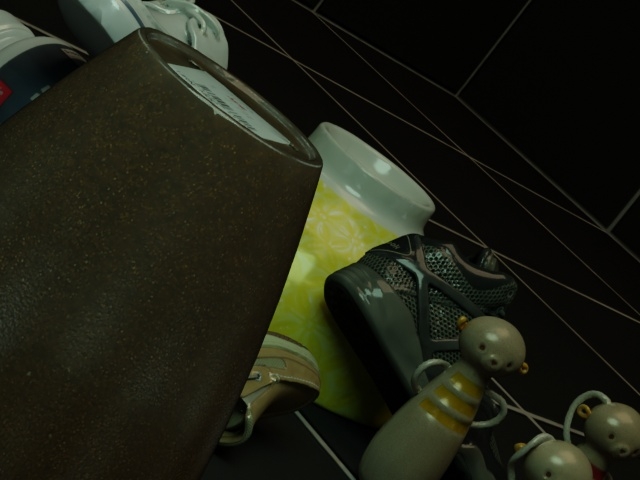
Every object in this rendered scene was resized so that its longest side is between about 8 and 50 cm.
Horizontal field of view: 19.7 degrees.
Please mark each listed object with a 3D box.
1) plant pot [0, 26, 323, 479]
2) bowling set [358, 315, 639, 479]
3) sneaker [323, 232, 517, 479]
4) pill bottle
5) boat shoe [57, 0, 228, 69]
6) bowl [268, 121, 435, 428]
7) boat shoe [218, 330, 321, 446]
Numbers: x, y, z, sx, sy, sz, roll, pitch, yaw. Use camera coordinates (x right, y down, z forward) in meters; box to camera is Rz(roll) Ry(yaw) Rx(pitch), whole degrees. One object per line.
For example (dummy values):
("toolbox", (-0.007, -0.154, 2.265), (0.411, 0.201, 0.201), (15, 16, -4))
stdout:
("plant pot", (-0.109, 0.022, 0.874), (0.215, 0.230, 0.215), (36, 12, -9))
("bowling set", (0.181, 0.199, 1.236), (0.287, 0.154, 0.200), (33, 12, -20))
("sneaker", (0.107, 0.092, 1.359), (0.227, 0.130, 0.087), (61, -20, -12))
("pill bottle", (-0.197, -0.082, 1.322), (0.180, 0.108, 0.108), (42, 12, 25))
("boat shoe", (-0.110, -0.136, 1.310), (0.095, 0.084, 0.258), (44, -5, 17))
("bowl", (0.000, 0.000, 1.471), (0.289, 0.156, 0.289), (36, 12, -9))
("boat shoe", (-0.062, 0.099, 1.156), (0.190, 0.068, 0.072), (9, 41, -47))
